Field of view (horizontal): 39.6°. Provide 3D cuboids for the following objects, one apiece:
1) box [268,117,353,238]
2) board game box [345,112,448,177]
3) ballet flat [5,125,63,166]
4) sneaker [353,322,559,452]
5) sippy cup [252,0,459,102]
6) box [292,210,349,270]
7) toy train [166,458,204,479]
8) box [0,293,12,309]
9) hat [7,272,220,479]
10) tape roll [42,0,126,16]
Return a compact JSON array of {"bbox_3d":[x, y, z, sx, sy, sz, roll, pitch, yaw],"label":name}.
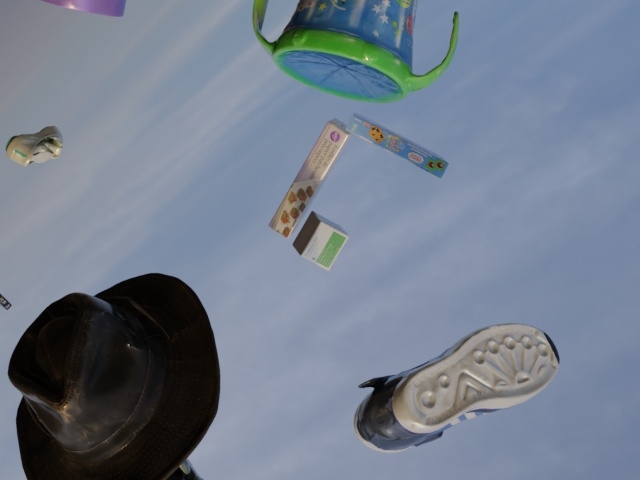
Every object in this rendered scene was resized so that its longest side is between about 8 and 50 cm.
[{"bbox_3d":[-0.025,-0.154,2.237,0.324,0.063,0.067,-59,175,23],"label":"box"},{"bbox_3d":[0.154,-0.196,1.807,0.039,0.211,0.160,-62,-179,10],"label":"board game box"},{"bbox_3d":[-0.690,-0.229,2.214,0.086,0.086,0.248,-39,-176,19],"label":"ballet flat"},{"bbox_3d":[0.201,0.243,1.439,0.322,0.130,0.236,-18,166,-29],"label":"sneaker"},{"bbox_3d":[0.061,-0.372,1.469,0.240,0.305,0.224,4,-104,64],"label":"sippy cup"},{"bbox_3d":[0.000,0.000,2.142,0.101,0.087,0.102,-59,-161,7],"label":"box"},{"bbox_3d":[-0.272,0.534,1.814,0.142,0.334,0.190,-38,177,-9],"label":"toy train"},{"bbox_3d":[-0.806,0.133,2.190,0.083,0.067,0.018,24,-114,29],"label":"box"},{"bbox_3d":[-0.276,0.154,1.050,0.331,0.134,0.331,-17,-129,22],"label":"hat"},{"bbox_3d":[-0.468,-0.495,1.721,0.189,0.189,0.080,-128,-131,-64],"label":"tape roll"}]
